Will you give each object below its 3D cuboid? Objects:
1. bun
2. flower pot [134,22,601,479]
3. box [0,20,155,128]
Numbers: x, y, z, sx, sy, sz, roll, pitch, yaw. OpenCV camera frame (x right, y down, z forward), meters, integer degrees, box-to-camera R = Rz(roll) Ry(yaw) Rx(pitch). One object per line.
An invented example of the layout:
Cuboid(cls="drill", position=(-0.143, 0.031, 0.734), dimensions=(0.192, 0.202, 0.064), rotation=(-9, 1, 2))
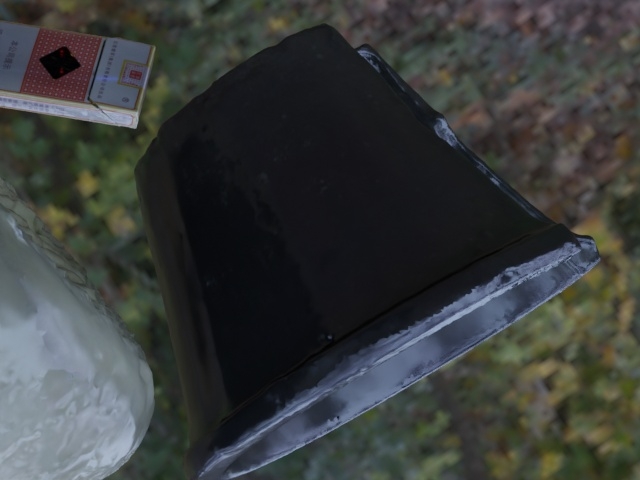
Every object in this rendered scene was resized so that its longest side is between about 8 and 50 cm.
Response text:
Cuboid(cls="bun", position=(-0.282, 0.038, 1.184), dimensions=(0.211, 0.360, 0.360), rotation=(-43, 170, -3))
Cuboid(cls="flower pot", position=(0.000, 0.000, 1.368), dimensions=(0.379, 0.251, 0.379), rotation=(-31, 172, -5))
Cuboid(cls="box", position=(-0.114, -0.072, 0.756), dimensions=(0.083, 0.046, 0.012), rotation=(9, 136, 0))
